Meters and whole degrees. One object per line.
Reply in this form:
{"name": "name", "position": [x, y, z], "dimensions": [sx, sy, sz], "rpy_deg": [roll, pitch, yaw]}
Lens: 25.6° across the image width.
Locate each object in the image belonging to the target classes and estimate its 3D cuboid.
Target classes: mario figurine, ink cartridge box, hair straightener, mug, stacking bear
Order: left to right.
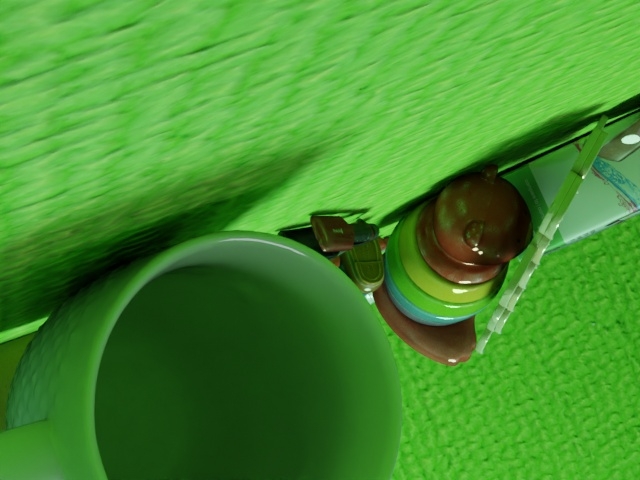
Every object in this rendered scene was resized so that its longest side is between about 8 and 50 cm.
{"name": "mug", "position": [-0.171, 0.160, 1.192], "dimensions": [0.374, 0.276, 0.328], "rpy_deg": [-13, 178, -31]}
{"name": "mario figurine", "position": [-0.042, 0.071, 1.790], "dimensions": [0.198, 0.170, 0.320], "rpy_deg": [15, 150, -13]}
{"name": "hair straightener", "position": [0.000, 0.000, 1.529], "dimensions": [0.089, 0.047, 0.230], "rpy_deg": [-25, 178, 19]}
{"name": "stacking bear", "position": [0.170, 0.012, 1.724], "dimensions": [0.289, 0.164, 0.175], "rpy_deg": [116, -2, -64]}
{"name": "ink cartridge box", "position": [0.373, -0.078, 1.863], "dimensions": [0.278, 0.117, 0.201], "rpy_deg": [-25, 174, 11]}

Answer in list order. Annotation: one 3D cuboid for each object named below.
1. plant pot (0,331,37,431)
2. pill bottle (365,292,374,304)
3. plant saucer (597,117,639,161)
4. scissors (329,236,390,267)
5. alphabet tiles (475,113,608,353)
{"name": "plant pot", "position": [-0.323, 0.216, 1.462], "dimensions": [0.212, 0.187, 0.212], "rpy_deg": [-19, 172, -35]}
{"name": "pill bottle", "position": [0.022, 0.091, 2.187], "dimensions": [0.152, 0.086, 0.086], "rpy_deg": [-24, 174, 10]}
{"name": "plant saucer", "position": [0.400, -0.142, 1.668], "dimensions": [0.168, 0.029, 0.168], "rpy_deg": [-35, 176, -3]}
{"name": "scissors", "position": [-0.020, 0.055, 2.049], "dimensions": [0.297, 0.021, 0.109], "rpy_deg": [-25, 177, 27]}
{"name": "alphabet tiles", "position": [0.261, -0.006, 1.633], "dimensions": [0.278, 0.021, 0.284], "rpy_deg": [-56, 171, -31]}
